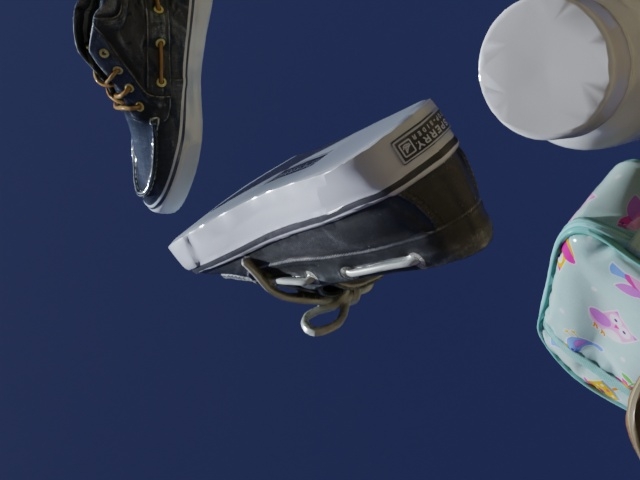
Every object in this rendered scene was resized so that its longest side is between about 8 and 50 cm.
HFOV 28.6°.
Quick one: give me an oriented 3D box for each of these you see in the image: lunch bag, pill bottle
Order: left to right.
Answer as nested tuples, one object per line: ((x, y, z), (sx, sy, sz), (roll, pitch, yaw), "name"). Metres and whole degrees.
((0.215, -0.137, 0.966), (0.229, 0.131, 0.131), (-16, -96, -56), "pill bottle")
((0.309, 0.083, 0.984), (0.279, 0.224, 0.108), (35, -119, 21), "lunch bag")

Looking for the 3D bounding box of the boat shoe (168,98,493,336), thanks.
((0.003, -0.002, 0.825), (0.113, 0.306, 0.105), (-38, -80, -35), "boat shoe")

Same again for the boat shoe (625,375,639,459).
((0.286, 0.147, 0.664), (0.307, 0.104, 0.110), (33, -79, -5), "boat shoe")

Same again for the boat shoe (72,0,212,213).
((-0.127, -0.110, 0.853), (0.083, 0.065, 0.183), (0, -79, -33), "boat shoe")
